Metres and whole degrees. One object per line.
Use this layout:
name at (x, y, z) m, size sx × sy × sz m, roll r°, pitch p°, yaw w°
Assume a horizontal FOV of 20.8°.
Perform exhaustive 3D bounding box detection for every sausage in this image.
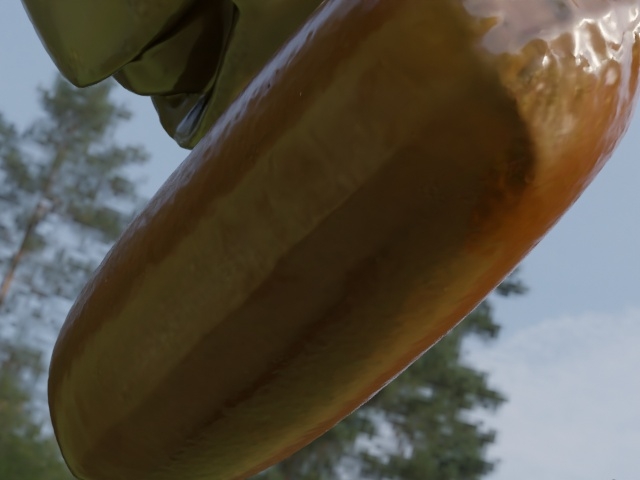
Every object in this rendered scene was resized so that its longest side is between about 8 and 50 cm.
sausage at (0.000, 0.000, 0.552) m, size 0.105 × 0.105 × 0.274 m, roll 26°, pitch -43°, yaw -17°

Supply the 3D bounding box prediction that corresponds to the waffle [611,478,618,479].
waffle at (0.148, 0.171, 0.538) m, size 0.065 × 0.283 × 0.309 m, roll -24°, pitch -63°, yaw 18°

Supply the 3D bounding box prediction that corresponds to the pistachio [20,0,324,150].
pistachio at (-0.035, -0.228, 0.972) m, size 0.281 × 0.365 × 0.445 m, roll 24°, pitch -12°, yaw -13°
